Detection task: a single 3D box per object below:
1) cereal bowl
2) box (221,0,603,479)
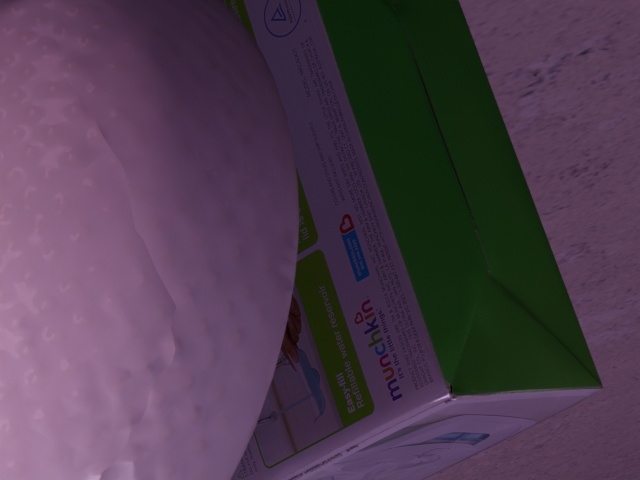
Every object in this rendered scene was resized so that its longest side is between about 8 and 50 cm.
[{"bbox_3d":[-0.179,0.013,0.714,0.339,0.339,0.141,-28,143,28],"label":"cereal bowl"},{"bbox_3d":[-0.024,0.001,0.897,0.127,0.262,0.231,3,151,-47],"label":"box"}]
